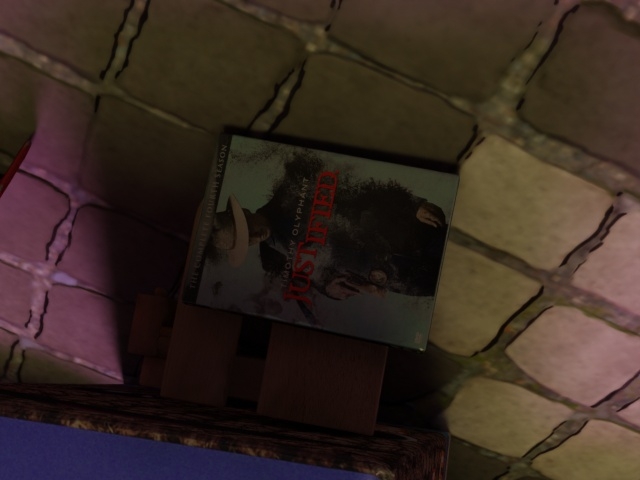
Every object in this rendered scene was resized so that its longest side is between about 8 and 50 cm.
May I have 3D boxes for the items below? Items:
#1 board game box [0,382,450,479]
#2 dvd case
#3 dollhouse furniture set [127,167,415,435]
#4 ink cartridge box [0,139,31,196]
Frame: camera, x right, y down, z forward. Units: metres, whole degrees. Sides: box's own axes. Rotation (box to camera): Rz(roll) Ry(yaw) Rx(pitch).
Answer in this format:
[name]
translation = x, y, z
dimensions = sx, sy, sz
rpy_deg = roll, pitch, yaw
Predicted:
[board game box]
translation = -0.063, 0.160, 0.542
dimensions = 0.232, 0.141, 0.291
rpy_deg = 7, 174, 11
[dvd case]
translation = 0.000, 0.000, 0.495
dimensions = 0.119, 0.087, 0.013
rpy_deg = 12, 173, 9
[dollhouse furniture set]
translation = -0.025, 0.031, 0.578
dimensions = 0.144, 0.123, 0.151
rpy_deg = 9, 174, 8
[ink cartridge box]
translation = -0.255, 0.026, 0.566
dimensions = 0.078, 0.134, 0.231
rpy_deg = 33, 136, -18
